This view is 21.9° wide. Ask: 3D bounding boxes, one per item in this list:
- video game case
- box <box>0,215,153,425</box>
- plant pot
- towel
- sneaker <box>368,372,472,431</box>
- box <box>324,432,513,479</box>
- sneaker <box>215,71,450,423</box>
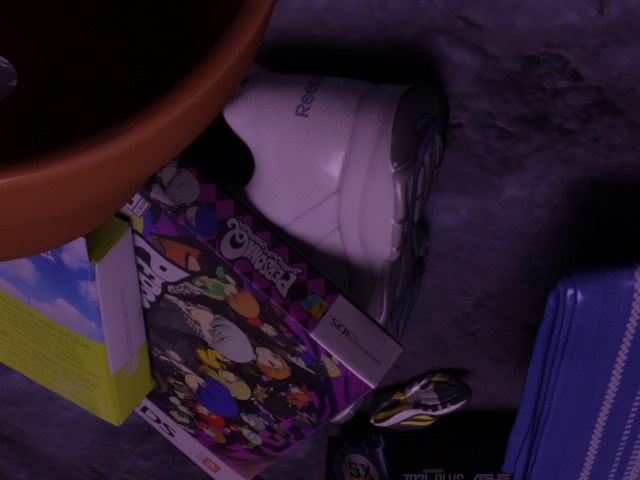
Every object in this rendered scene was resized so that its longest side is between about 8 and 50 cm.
[{"bbox_3d":[-0.083,0.048,1.026,0.210,0.042,0.232,41,146,-4],"label":"video game case"},{"bbox_3d":[-0.162,0.026,0.998,0.109,0.042,0.178,25,143,21],"label":"box"},{"bbox_3d":[-0.164,-0.116,0.760,0.291,0.291,0.203,9,158,-4],"label":"plant pot"},{"bbox_3d":[0.291,0.075,1.055,0.336,0.040,0.243,-6,141,-8],"label":"towel"},{"bbox_3d":[0.076,0.118,1.196,0.083,0.031,0.035,-16,149,32],"label":"sneaker"},{"bbox_3d":[0.088,0.219,1.262,0.147,0.077,0.180,-2,148,11],"label":"box"},{"bbox_3d":[0.000,0.000,1.019,0.129,0.111,0.297,18,139,11],"label":"sneaker"}]
